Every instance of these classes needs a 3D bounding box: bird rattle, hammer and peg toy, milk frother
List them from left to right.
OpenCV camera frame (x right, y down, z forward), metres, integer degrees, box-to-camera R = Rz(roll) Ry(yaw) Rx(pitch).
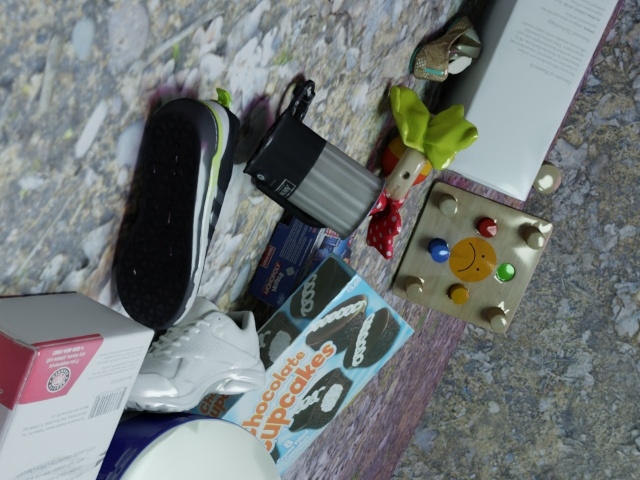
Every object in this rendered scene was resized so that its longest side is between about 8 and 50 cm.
[{"bbox_3d":[0.004,-0.094,0.936,0.143,0.134,0.129,-57,-170,-11],"label":"milk frother"},{"bbox_3d":[0.135,-0.105,1.287,0.207,0.143,0.253,-59,171,-69],"label":"bird rattle"},{"bbox_3d":[0.315,-0.016,1.684,0.127,0.266,0.361,-77,-174,-75],"label":"hammer and peg toy"}]

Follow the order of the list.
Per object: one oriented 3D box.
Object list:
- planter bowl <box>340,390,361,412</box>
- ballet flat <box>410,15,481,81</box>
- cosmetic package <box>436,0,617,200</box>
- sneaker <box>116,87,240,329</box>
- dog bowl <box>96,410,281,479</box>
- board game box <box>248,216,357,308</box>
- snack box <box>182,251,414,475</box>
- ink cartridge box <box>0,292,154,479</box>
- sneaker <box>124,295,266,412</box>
[{"bbox_3d":[-0.027,0.166,1.204,0.217,0.090,0.217,-22,132,-27],"label":"planter bowl"},{"bbox_3d":[0.210,-0.293,1.317,0.206,0.067,0.073,-45,152,-43],"label":"ballet flat"},{"bbox_3d":[0.320,-0.275,1.387,0.217,0.156,0.385,-105,-144,-78],"label":"cosmetic package"},{"bbox_3d":[-0.119,-0.025,0.790,0.097,0.084,0.235,-26,138,-62],"label":"sneaker"},{"bbox_3d":[-0.157,0.312,0.875,0.265,0.104,0.265,6,82,-49],"label":"dog bowl"},{"bbox_3d":[0.000,0.000,1.158,0.194,0.060,0.194,-65,162,3],"label":"board game box"},{"bbox_3d":[-0.036,0.185,1.097,0.322,0.060,0.187,-47,139,-2],"label":"snack box"},{"bbox_3d":[-0.246,0.159,0.684,0.218,0.092,0.158,-68,160,7],"label":"ink cartridge box"},{"bbox_3d":[-0.151,0.120,0.919,0.232,0.090,0.115,-4,92,-59],"label":"sneaker"}]
